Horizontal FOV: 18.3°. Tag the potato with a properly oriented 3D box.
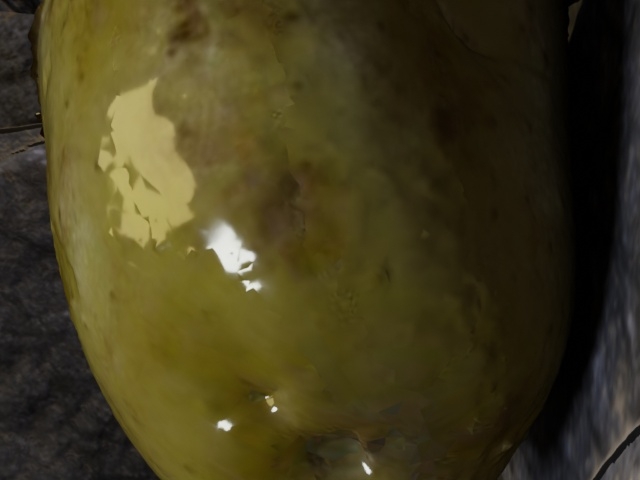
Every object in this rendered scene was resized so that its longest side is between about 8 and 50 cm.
[{"bbox_3d":[0.000,0.000,0.752,0.285,0.242,0.242,110,166,-46],"label":"potato"}]
